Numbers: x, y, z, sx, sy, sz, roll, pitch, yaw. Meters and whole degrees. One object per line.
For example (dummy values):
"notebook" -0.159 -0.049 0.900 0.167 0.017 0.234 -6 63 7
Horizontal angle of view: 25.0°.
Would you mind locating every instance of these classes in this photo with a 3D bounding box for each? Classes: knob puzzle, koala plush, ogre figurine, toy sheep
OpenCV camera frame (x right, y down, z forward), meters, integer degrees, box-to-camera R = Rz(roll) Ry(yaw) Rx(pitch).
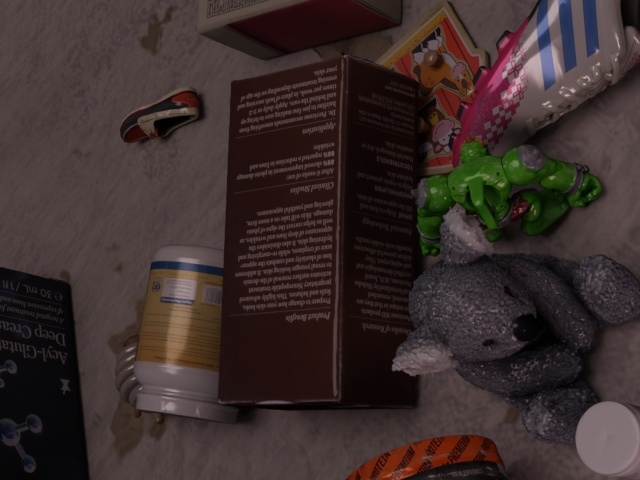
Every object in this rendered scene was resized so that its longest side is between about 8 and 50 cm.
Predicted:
"knob puzzle" 0.117 -0.158 1.670 0.213 0.030 0.213 -13 69 38
"koala plush" 0.165 0.076 1.429 0.203 0.221 0.196 23 94 43
"ogre figurine" 0.181 -0.046 1.496 0.197 0.118 0.097 -1 64 29
"toy sheep" -0.219 0.176 1.833 0.091 0.091 0.132 -42 57 25

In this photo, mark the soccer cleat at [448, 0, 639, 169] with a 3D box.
"soccer cleat" 0.255 -0.184 1.502 0.143 0.116 0.331 33 114 12

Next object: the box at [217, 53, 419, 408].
"box" 0.000 0.000 1.635 0.191 0.143 0.382 -6 76 43

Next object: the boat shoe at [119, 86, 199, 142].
"boat shoe" -0.218 -0.161 1.955 0.137 0.049 0.043 -25 64 29

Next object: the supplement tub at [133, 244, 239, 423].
"supplement tub" -0.147 0.114 1.744 0.144 0.144 0.200 1 78 41

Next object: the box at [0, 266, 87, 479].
"box" -0.493 0.238 1.912 0.212 0.293 0.396 -26 62 34

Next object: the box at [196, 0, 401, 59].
"box" -0.025 -0.327 1.777 0.232 0.126 0.149 -8 73 40

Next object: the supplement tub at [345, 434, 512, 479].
"supplement tub" 0.140 0.371 1.376 0.207 0.207 0.338 -32 59 30

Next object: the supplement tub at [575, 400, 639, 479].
"supplement tub" 0.295 0.190 1.358 0.071 0.107 0.071 -14 69 38
